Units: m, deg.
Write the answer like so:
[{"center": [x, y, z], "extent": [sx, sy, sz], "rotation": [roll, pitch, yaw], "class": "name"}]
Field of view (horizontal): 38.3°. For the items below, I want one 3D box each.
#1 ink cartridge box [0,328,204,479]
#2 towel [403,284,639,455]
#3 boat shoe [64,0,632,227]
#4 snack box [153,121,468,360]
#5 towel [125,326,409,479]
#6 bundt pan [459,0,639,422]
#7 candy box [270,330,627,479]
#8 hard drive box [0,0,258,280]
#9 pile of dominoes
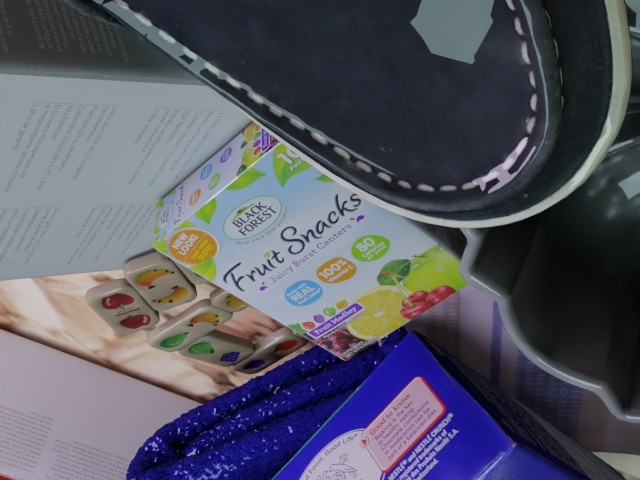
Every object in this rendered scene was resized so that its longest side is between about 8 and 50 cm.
[{"center": [-0.231, 0.236, 0.875], "extent": [0.309, 0.130, 0.272], "rotation": [23, 140, -12], "class": "ink cartridge box"}, {"center": [0.143, 0.099, 0.703], "extent": [0.284, 0.034, 0.209], "rotation": [3, 137, 11], "class": "towel"}, {"center": [-0.083, -0.165, 0.268], "extent": [0.186, 0.156, 0.500], "rotation": [-27, 119, 35], "class": "boat shoe"}, {"center": [0.000, 0.000, 0.478], "extent": [0.100, 0.037, 0.141], "rotation": [-36, 127, 27], "class": "snack box"}, {"center": [0.011, 0.219, 0.715], "extent": [0.227, 0.076, 0.308], "rotation": [-28, 130, -5], "class": "towel"}, {"center": [0.229, -0.048, 0.425], "extent": [0.330, 0.124, 0.331], "rotation": [12, 133, 13], "class": "bundt pan"}, {"center": [0.089, 0.243, 0.642], "extent": [0.268, 0.122, 0.317], "rotation": [-47, 130, 7], "class": "candy box"}, {"center": [-0.130, -0.059, 0.460], "extent": [0.232, 0.089, 0.181], "rotation": [-3, 151, -39], "class": "hard drive box"}, {"center": [-0.006, 0.025, 0.562], "extent": [0.251, 0.040, 0.196], "rotation": [-32, 148, 24], "class": "pile of dominoes"}]
